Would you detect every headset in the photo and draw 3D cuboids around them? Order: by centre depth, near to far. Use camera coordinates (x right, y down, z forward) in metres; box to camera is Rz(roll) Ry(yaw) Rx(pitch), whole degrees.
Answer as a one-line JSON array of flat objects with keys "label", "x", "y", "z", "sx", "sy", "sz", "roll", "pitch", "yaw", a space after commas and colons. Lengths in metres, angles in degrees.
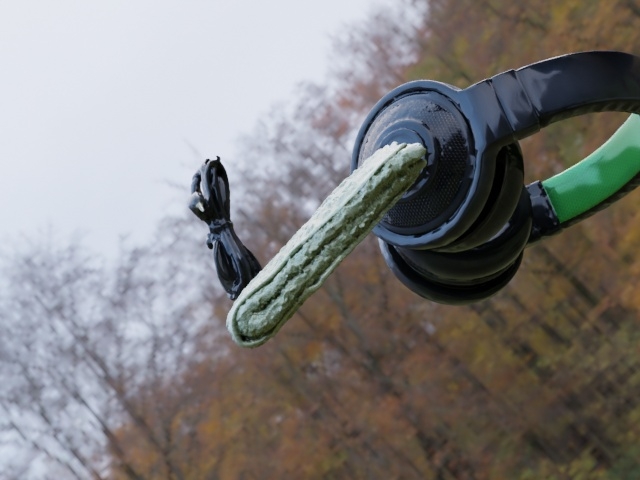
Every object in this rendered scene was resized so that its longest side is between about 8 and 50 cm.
[{"label": "headset", "x": 0.090, "y": -0.057, "z": 1.072, "sx": 0.394, "sy": 0.185, "sz": 0.243, "roll": -23, "pitch": -23, "yaw": 5}]

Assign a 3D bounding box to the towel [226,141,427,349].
[{"label": "towel", "x": 0.000, "y": 0.000, "z": 0.732, "sx": 0.148, "sy": 0.027, "sz": 0.110, "roll": -48, "pitch": 4, "yaw": -5}]
